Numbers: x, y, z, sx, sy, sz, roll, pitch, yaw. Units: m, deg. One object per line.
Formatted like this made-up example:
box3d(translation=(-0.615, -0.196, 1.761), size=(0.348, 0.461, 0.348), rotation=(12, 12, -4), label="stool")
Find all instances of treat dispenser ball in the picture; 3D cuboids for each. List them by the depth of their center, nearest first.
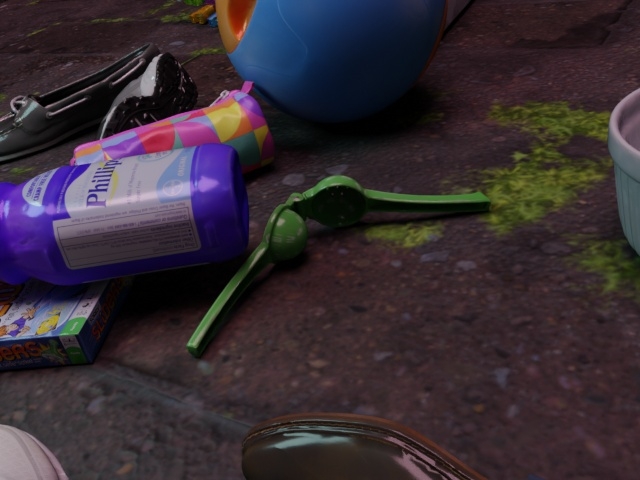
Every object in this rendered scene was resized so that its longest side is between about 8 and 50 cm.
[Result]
box3d(translation=(0.013, -0.293, 0.852), size=(0.288, 0.288, 0.288), rotation=(-9, 31, 6), label="treat dispenser ball")

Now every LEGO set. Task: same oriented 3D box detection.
box3d(translation=(-0.241, -0.538, 1.530), size=(0.093, 0.087, 0.227), rotation=(-43, 40, -17), label="LEGO set")

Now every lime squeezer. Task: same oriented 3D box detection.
box3d(translation=(0.000, 0.000, 0.632), size=(0.310, 0.059, 0.110), rotation=(-25, 66, -20), label="lime squeezer")

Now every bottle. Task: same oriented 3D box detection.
box3d(translation=(-0.207, -0.017, 0.610), size=(0.282, 0.092, 0.118), rotation=(-8, 33, 1), label="bottle")

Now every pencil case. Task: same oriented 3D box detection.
box3d(translation=(-0.170, -0.099, 0.794), size=(0.236, 0.105, 0.104), rotation=(-27, 34, -20), label="pencil case")

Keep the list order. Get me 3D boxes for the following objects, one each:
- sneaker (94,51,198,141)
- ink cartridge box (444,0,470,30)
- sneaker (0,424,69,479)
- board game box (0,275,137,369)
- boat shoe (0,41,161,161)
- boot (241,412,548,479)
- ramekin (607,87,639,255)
box3d(translation=(-0.248, -0.155, 0.934), size=(0.108, 0.100, 0.272), rotation=(-28, 28, 24), label="sneaker")
box3d(translation=(0.121, -0.463, 1.238), size=(0.271, 0.130, 0.309), rotation=(4, 35, 28), label="ink cartridge box")
box3d(translation=(-0.189, 0.184, 0.330), size=(0.110, 0.118, 0.292), rotation=(-18, 30, -5), label="sneaker")
box3d(translation=(-0.250, 0.042, 0.654), size=(0.136, 0.035, 0.201), rotation=(-7, 32, 9), label="board game box")
box3d(translation=(-0.395, -0.221, 1.072), size=(0.335, 0.096, 0.112), rotation=(-24, 33, -17), label="boat shoe")
box3d(translation=(0.035, 0.154, 0.327), size=(0.219, 0.082, 0.106), rotation=(8, 34, 27), label="boot")
box3d(translation=(0.326, -0.045, 0.512), size=(0.207, 0.109, 0.207), rotation=(-10, 31, 6), label="ramekin")
